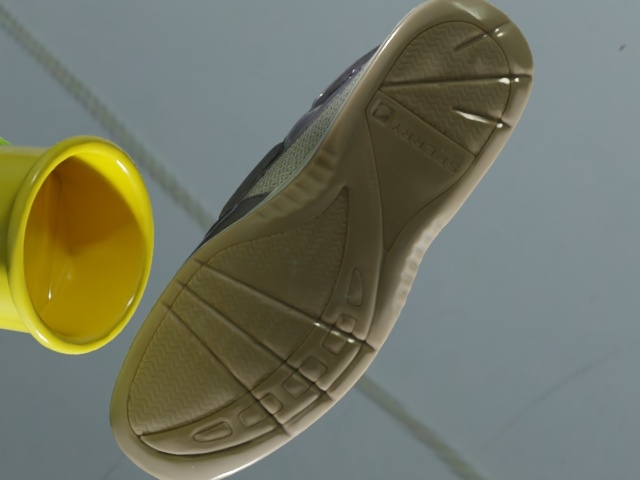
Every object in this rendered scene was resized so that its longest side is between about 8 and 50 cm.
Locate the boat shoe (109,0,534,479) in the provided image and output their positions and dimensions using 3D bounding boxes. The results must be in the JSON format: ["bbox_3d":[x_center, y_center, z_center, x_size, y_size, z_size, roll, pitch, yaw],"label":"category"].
[{"bbox_3d":[0.000,0.000,0.947,0.103,0.092,0.285,36,88,-5],"label":"boat shoe"}]

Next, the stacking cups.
[{"bbox_3d":[-0.227,-0.008,0.882,0.316,0.096,0.096,4,101,34],"label":"stacking cups"}]
